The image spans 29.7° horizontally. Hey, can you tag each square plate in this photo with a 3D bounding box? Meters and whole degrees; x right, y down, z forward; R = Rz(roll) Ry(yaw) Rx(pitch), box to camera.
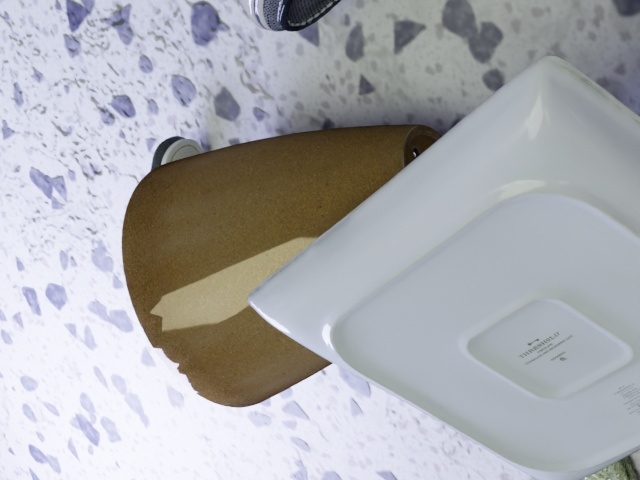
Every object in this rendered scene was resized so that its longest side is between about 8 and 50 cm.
[{"bbox_3d":[0.172,0.062,0.890,0.344,0.049,0.347,32,135,-20],"label":"square plate"}]

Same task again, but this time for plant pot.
[{"bbox_3d":[0.000,0.000,1.042,0.254,0.237,0.237,-22,99,33],"label":"plant pot"}]

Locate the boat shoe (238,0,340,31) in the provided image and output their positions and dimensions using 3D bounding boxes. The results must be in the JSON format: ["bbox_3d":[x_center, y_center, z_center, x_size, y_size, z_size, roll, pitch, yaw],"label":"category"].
[{"bbox_3d":[0.062,-0.239,0.888,0.158,0.127,0.340,53,137,15],"label":"boat shoe"}]

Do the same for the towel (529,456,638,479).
[{"bbox_3d":[0.236,0.218,1.083,0.110,0.027,0.148,-11,107,44],"label":"towel"}]

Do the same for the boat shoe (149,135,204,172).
[{"bbox_3d":[-0.163,-0.010,1.268,0.079,0.084,0.233,28,133,27],"label":"boat shoe"}]
